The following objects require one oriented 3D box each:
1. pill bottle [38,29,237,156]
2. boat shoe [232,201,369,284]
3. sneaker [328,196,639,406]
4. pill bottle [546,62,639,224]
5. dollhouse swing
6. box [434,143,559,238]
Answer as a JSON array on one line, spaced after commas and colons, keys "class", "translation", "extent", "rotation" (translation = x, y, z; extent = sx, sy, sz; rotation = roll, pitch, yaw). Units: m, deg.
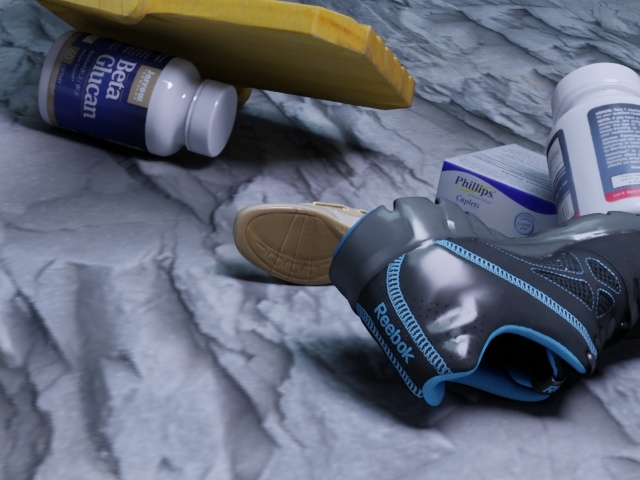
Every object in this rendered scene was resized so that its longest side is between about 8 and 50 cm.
[{"class": "pill bottle", "translation": [-0.168, -0.132, 1.490], "extent": [0.169, 0.094, 0.094], "rotation": [16, 19, 13]}, {"class": "boat shoe", "translation": [0.000, 0.000, 1.273], "extent": [0.170, 0.063, 0.059], "rotation": [12, 14, -30]}, {"class": "sneaker", "translation": [0.161, 0.060, 1.157], "extent": [0.340, 0.125, 0.140], "rotation": [1, 49, -36]}, {"class": "pill bottle", "translation": [0.243, -0.056, 1.315], "extent": [0.108, 0.108, 0.180], "rotation": [7, 48, -12]}, {"class": "dollhouse swing", "translation": [-0.083, -0.290, 1.557], "extent": [0.304, 0.315, 0.347], "rotation": [-5, -10, 14]}, {"class": "box", "translation": [0.187, -0.028, 1.436], "extent": [0.126, 0.072, 0.137], "rotation": [24, 22, 30]}]
